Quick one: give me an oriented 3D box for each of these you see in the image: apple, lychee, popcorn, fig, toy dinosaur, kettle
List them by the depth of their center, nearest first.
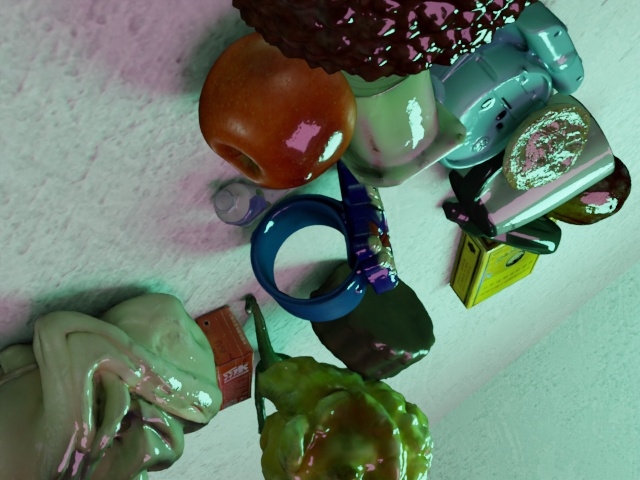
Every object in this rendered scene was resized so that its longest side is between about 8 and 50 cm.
[{"bbox_3d":[0.036,-0.251,0.534,0.264,0.300,0.264,16,90,-75],"label":"lychee"},{"bbox_3d":[-0.045,-0.128,0.743,0.139,0.163,0.163,-49,155,-6],"label":"apple"},{"bbox_3d":[0.330,-0.124,1.181,0.236,0.161,0.221,-32,161,3],"label":"kettle"},{"bbox_3d":[0.032,0.368,1.294,0.335,0.274,0.279,10,119,-2],"label":"popcorn"},{"bbox_3d":[0.447,-0.106,1.397,0.274,0.145,0.170,1,167,-13],"label":"fig"},{"bbox_3d":[-0.092,0.216,1.443,0.087,0.301,0.447,-8,-174,6],"label":"toy dinosaur"}]

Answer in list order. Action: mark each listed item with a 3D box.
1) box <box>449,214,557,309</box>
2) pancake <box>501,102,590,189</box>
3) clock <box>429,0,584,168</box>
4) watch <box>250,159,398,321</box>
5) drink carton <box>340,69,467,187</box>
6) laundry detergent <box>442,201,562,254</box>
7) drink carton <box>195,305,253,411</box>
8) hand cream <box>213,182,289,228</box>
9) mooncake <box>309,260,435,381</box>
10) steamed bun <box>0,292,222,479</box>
[{"bbox_3d":[0.401,0.023,1.613,0.193,0.084,0.301,-28,154,-11],"label":"box"},{"bbox_3d":[0.327,-0.134,1.062,0.151,0.025,0.151,-18,136,-18],"label":"pancake"},{"bbox_3d":[0.226,-0.195,1.013,0.274,0.094,0.223,-43,152,17],"label":"clock"},{"bbox_3d":[0.003,0.009,1.034,0.200,0.196,0.171,-17,148,8],"label":"watch"},{"bbox_3d":[0.071,-0.165,0.847,0.144,0.146,0.142,-33,147,-2],"label":"drink carton"},{"bbox_3d":[0.333,-0.032,1.365,0.222,0.144,0.078,14,98,-24],"label":"laundry detergent"},{"bbox_3d":[-0.168,0.212,1.274,0.071,0.096,0.223,-22,152,-19],"label":"drink carton"},{"bbox_3d":[-0.096,-0.045,0.967,0.084,0.053,0.142,-41,164,14],"label":"hand cream"},{"bbox_3d":[0.086,0.147,1.312,0.228,0.228,0.124,0,139,-50],"label":"mooncake"},{"bbox_3d":[-0.305,0.249,1.009,0.352,0.247,0.339,11,130,-50],"label":"steamed bun"}]
